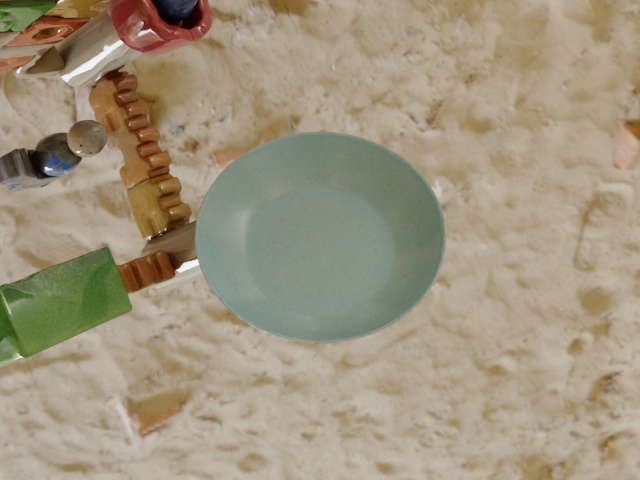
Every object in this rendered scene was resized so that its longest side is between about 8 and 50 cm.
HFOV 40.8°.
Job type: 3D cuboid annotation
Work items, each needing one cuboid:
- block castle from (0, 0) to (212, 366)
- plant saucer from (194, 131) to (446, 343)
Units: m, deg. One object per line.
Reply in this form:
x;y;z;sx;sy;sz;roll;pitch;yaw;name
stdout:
-0.223;-0.060;0.625;0.213;0.453;0.303;-21;92;38;block castle
0.000;0.000;0.679;0.195;0.194;0.037;-9;149;-7;plant saucer
